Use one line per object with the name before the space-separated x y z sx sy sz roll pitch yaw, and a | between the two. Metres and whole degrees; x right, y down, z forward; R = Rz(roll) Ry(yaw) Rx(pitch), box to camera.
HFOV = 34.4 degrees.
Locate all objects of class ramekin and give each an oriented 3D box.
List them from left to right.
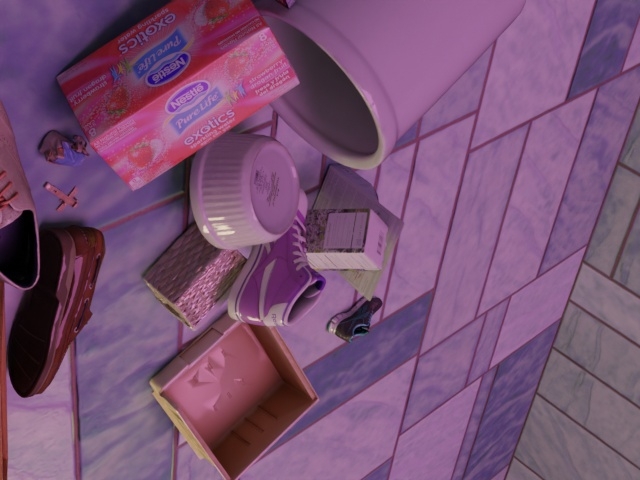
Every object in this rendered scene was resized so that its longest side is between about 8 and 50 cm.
ramekin | -0.122 -0.087 1.787 0.207 0.109 0.207 1 88 -60

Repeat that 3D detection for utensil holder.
utensil holder | 0.105 -0.365 1.712 0.385 0.327 0.328 -46 149 -18

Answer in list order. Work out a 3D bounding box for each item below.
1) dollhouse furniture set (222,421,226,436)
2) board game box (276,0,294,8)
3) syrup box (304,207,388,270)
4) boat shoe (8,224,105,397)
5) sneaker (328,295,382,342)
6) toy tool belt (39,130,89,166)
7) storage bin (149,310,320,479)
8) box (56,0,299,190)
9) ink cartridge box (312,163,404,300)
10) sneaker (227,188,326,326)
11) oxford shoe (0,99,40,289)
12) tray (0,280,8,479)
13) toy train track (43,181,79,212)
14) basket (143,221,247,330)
dollhouse furniture set | -0.246 0.359 2.253 0.081 0.091 0.114 2 100 -8
board game box | -0.111 -0.430 1.512 0.060 0.194 0.194 -52 164 -5
syrup box | 0.000 0.000 1.995 0.096 0.236 0.093 43 52 -56
boat shoe | -0.419 0.120 1.678 0.104 0.110 0.307 -6 126 -50
sneaker | 0.098 0.196 2.490 0.166 0.076 0.065 -32 144 -32
toy tool belt | -0.374 -0.130 1.547 0.083 0.051 0.052 7 115 -56
storage bin | -0.177 0.310 2.127 0.262 0.123 0.260 -42 127 -20
box | -0.205 -0.231 1.501 0.300 0.154 0.142 -32 148 1
ink cartridge box | 0.073 -0.018 2.090 0.066 0.232 0.189 -7 126 -48
sneaker | -0.043 0.032 1.874 0.102 0.161 0.282 48 55 -51
oxford shoe | -0.448 -0.097 1.384 0.140 0.146 0.397 -35 144 -23
tray | -0.525 0.277 1.601 0.076 0.203 0.411 1 127 -16
toy train track | -0.401 -0.068 1.610 0.048 0.014 0.083 -52 149 -4
basket | -0.225 0.059 1.883 0.167 0.113 0.103 -47 145 -12
